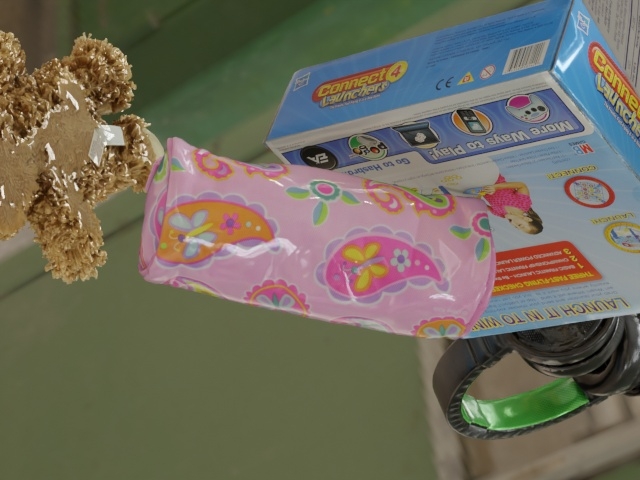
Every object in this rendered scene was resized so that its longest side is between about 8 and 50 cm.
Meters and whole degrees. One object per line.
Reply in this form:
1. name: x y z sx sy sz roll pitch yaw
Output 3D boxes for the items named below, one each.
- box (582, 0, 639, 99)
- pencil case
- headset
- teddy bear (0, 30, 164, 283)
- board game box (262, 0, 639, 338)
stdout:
1. box: 0.216 -0.158 1.212 0.126 0.072 0.137 80 -12 -61
2. pencil case: 0.000 0.000 1.562 0.284 0.124 0.124 10 51 -11
3. headset: 0.290 0.072 2.179 0.243 0.394 0.185 22 39 -49
4. teddy bear: -0.267 -0.085 1.845 0.245 0.113 0.338 60 34 -20
5. board game box: 0.164 -0.050 1.685 0.302 0.308 0.086 44 52 -33
